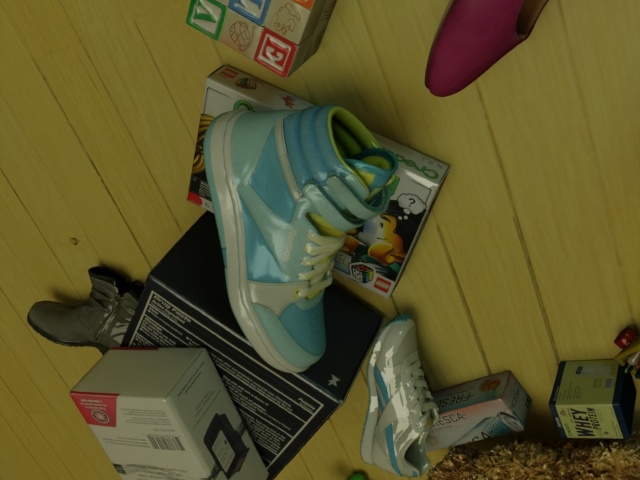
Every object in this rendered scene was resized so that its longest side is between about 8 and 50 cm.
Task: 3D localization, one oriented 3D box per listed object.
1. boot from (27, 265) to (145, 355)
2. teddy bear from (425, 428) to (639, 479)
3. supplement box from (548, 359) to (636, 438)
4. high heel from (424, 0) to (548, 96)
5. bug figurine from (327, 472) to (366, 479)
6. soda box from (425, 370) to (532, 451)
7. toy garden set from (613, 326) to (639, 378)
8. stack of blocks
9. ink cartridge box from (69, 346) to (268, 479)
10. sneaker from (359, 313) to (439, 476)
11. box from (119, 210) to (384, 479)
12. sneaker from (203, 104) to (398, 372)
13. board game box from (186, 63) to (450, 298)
[{"bbox_3d":[-0.384,0.107,1.243,0.246,0.083,0.161,18,120,13],"label":"boot"},{"bbox_3d":[0.302,0.340,0.986,0.338,0.113,0.245,-7,133,29],"label":"teddy bear"},{"bbox_3d":[0.337,0.195,0.903,0.083,0.083,0.056,-10,117,34],"label":"supplement box"},{"bbox_3d":[0.243,-0.231,0.604,0.181,0.127,0.377,42,129,9],"label":"high heel"},{"bbox_3d":[0.080,0.512,1.281,0.279,0.072,0.216,33,126,9],"label":"bug figurine"},{"bbox_3d":[0.200,0.244,1.030,0.183,0.058,0.063,-27,107,40],"label":"soda box"},{"bbox_3d":[0.429,0.162,0.767,0.204,0.049,0.244,41,167,9],"label":"toy garden set"},{"bbox_3d":[-0.044,-0.333,0.716,0.171,0.087,0.297,30,132,5],"label":"stack of blocks"},{"bbox_3d":[-0.198,0.264,0.984,0.172,0.100,0.237,-4,121,30],"label":"ink cartridge box"},{"bbox_3d":[0.116,0.212,1.000,0.092,0.087,0.228,12,108,34],"label":"sneaker"},{"bbox_3d":[-0.116,0.162,1.053,0.296,0.182,0.294,34,134,0],"label":"box"},{"bbox_3d":[0.000,0.000,0.812,0.208,0.127,0.319,-7,106,29],"label":"sneaker"},{"bbox_3d":[-0.015,-0.071,0.916,0.305,0.053,0.193,26,130,9],"label":"board game box"}]
